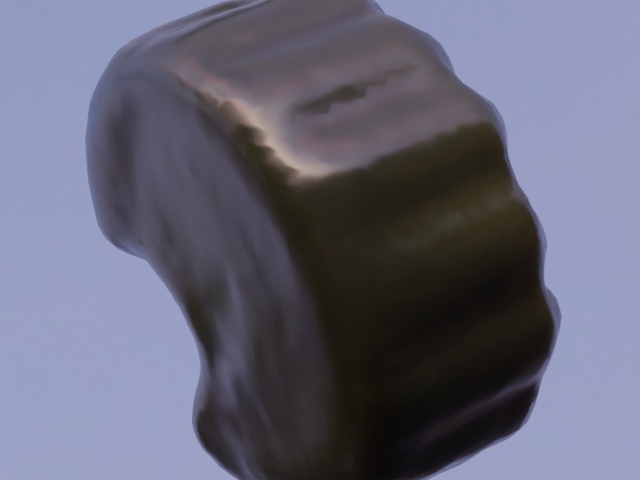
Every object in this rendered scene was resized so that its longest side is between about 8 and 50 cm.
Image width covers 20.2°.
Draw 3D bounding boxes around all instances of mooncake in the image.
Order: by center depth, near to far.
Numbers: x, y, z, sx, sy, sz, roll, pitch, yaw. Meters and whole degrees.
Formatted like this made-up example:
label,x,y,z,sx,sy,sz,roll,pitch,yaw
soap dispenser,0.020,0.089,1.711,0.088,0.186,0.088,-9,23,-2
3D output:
label,x,y,z,sx,sy,sz,roll,pitch,yaw
mooncake,0.000,0.000,1.174,0.187,0.351,0.351,-22,-28,-27
